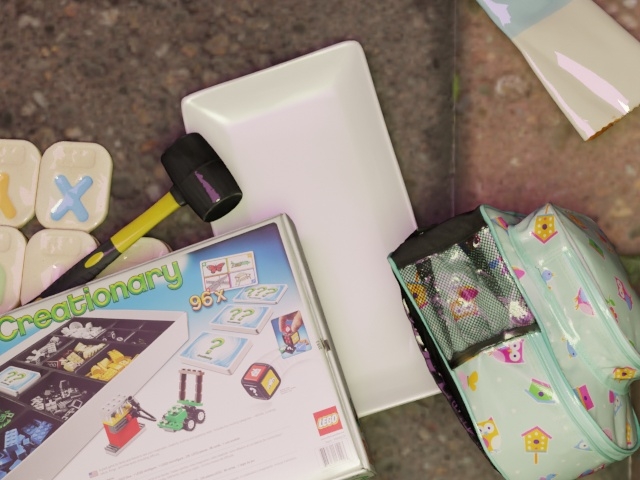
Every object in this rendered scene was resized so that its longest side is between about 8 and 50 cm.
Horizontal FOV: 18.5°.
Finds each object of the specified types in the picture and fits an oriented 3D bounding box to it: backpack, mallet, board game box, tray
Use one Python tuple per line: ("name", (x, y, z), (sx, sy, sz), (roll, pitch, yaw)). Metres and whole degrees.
("backpack", (0.147, 0.071, 1.308), (0.144, 0.166, 0.188), (-21, 78, 17))
("mallet", (-0.147, -0.009, 1.429), (0.190, 0.039, 0.062), (-31, 75, 12))
("board game box", (-0.134, 0.122, 1.382), (0.305, 0.053, 0.193), (-19, 76, 6))
("tray", (0.000, 0.000, 1.424), (0.145, 0.030, 0.270), (-18, 76, 9))

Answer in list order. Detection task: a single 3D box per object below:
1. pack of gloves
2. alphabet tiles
("pack of gloves", (0.199, -0.209, 1.428), (0.195, 0.046, 0.232), (-34, 77, -8))
("alphabet tiles", (-0.252, 0.057, 1.471), (0.284, 0.021, 0.278), (4, 80, 12))
